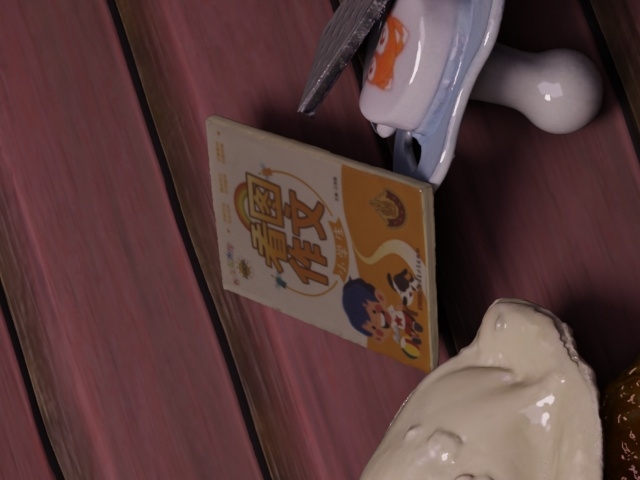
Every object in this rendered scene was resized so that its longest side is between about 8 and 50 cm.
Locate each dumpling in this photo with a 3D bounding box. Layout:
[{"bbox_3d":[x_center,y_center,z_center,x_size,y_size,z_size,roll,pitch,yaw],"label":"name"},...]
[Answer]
[{"bbox_3d":[0.177,0.262,1.728,0.315,0.233,0.395,30,102,56],"label":"dumpling"}]

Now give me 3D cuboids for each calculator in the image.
[{"bbox_3d":[0.054,-0.251,1.794,0.021,0.161,0.261,27,129,-10],"label":"calculator"}]

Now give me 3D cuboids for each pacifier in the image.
[{"bbox_3d":[0.167,-0.170,1.794,0.233,0.244,0.299,16,116,-9],"label":"pacifier"}]

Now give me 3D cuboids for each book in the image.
[{"bbox_3d":[0.000,0.000,1.848,0.295,0.020,0.208,20,126,38],"label":"book"}]

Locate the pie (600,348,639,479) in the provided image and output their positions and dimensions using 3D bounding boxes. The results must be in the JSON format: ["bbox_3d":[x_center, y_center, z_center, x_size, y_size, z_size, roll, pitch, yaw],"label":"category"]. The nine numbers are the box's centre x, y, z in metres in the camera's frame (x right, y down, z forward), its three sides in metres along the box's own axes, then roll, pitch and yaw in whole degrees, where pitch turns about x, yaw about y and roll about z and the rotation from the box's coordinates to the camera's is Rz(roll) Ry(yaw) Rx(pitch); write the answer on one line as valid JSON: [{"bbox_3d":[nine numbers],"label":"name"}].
[{"bbox_3d":[0.413,0.221,1.730,0.315,0.092,0.315,2,95,20],"label":"pie"}]
